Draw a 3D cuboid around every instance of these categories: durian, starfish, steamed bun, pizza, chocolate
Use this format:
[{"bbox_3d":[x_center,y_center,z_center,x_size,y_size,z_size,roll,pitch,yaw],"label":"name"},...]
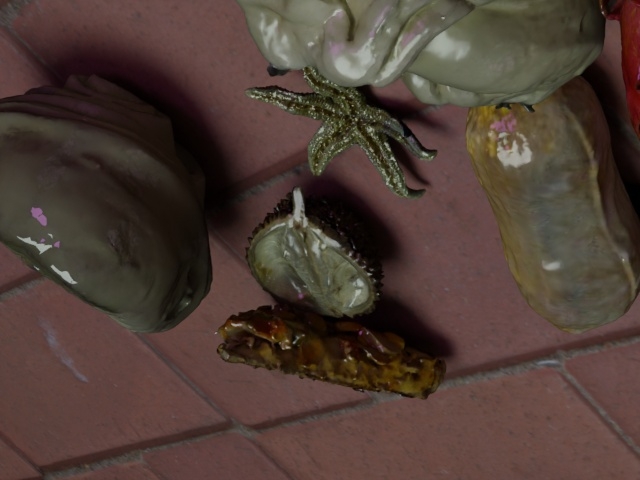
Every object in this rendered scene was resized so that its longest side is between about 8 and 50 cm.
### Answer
[{"bbox_3d":[0.000,0.000,1.879,0.148,0.091,0.188,4,141,23],"label":"durian"},{"bbox_3d":[0.023,-0.105,1.742,0.208,0.053,0.176,37,145,-8],"label":"starfish"},{"bbox_3d":[-0.242,-0.053,1.939,0.310,0.219,0.324,35,178,31],"label":"steamed bun"},{"bbox_3d":[-0.031,0.111,1.994,0.287,0.074,0.251,15,179,-33],"label":"pizza"},{"bbox_3d":[0.078,-0.240,1.320,0.320,0.275,0.206,7,145,-24],"label":"steamed bun"},{"bbox_3d":[0.217,-0.034,1.575,0.134,0.134,0.309,13,141,34],"label":"chocolate"}]

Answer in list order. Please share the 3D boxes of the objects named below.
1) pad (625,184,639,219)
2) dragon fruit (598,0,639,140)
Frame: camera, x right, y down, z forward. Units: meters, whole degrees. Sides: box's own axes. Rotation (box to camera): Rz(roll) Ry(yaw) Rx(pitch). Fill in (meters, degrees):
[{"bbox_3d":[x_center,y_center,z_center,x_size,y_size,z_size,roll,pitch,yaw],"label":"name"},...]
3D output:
[{"bbox_3d":[0.402,0.027,1.594,0.245,0.006,0.170,12,143,35],"label":"pad"},{"bbox_3d":[0.317,-0.135,1.238,0.243,0.227,0.307,2,143,46],"label":"dragon fruit"}]
